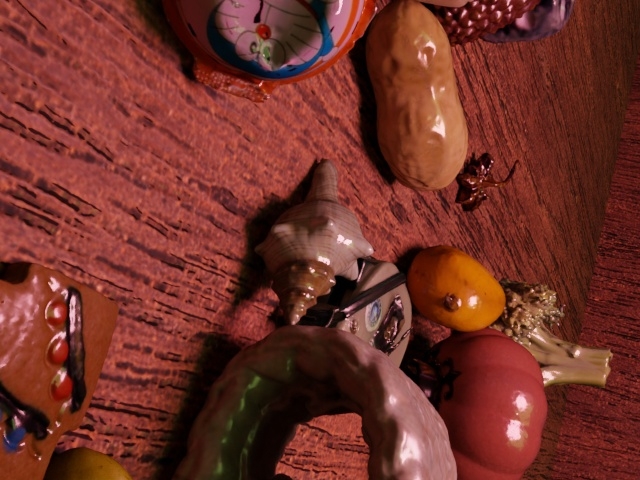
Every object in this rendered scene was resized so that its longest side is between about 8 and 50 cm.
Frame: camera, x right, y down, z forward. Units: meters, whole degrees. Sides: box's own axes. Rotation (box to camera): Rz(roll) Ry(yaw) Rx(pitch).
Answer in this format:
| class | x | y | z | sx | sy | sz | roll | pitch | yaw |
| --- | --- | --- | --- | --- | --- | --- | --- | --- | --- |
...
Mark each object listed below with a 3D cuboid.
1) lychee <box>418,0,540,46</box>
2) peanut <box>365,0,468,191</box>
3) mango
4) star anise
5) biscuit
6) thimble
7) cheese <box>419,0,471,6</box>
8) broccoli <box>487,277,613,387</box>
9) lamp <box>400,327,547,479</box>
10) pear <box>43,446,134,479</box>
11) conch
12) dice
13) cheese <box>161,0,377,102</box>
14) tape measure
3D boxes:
| class | x | y | z | sx | sy | sz | roll | pitch | yaw |
| --- | --- | --- | --- | --- | --- | --- | --- | --- | --- |
| lychee | 0.243 | -0.423 | 1.107 | 0.271 | 0.236 | 0.236 | -56 | 150 | 7 |
| peanut | 0.143 | -0.198 | 1.078 | 0.147 | 0.148 | 0.318 | -56 | 144 | -37 |
| mango | 0.241 | 0.081 | 1.292 | 0.119 | 0.176 | 0.317 | -59 | 162 | 11 |
| star anise | 0.341 | -0.127 | 1.496 | 0.191 | 0.070 | 0.097 | -40 | 121 | -33 |
| biscuit | -0.261 | 0.115 | 0.553 | 0.301 | 0.043 | 0.278 | -43 | 133 | -47 |
| thimble | -0.004 | 0.255 | 0.816 | 0.195 | 0.292 | 0.291 | 48 | 57 | -58 |
| cheese | 0.131 | -0.380 | 0.874 | 0.266 | 0.233 | 0.127 | 19 | 85 | -84 |
| broccoli | 0.429 | 0.214 | 1.529 | 0.249 | 0.302 | 0.375 | 66 | 28 | -15 |
| lamp | 0.247 | 0.295 | 1.283 | 0.305 | 0.240 | 0.305 | -160 | -90 | -77 |
| pear | -0.202 | 0.227 | 0.640 | 0.092 | 0.092 | 0.097 | -2 | 67 | -60 |
| conch | 0.007 | 0.006 | 0.898 | 0.137 | 0.114 | 0.234 | 52 | 57 | -16 |
| dice | 0.361 | -0.476 | 1.333 | 0.181 | 0.182 | 0.183 | -54 | 142 | -40 |
| cheese | -0.032 | -0.282 | 0.672 | 0.129 | 0.217 | 0.329 | -98 | -149 | -57 |
| tape measure | 0.055 | 0.107 | 1.030 | 0.207 | 0.115 | 0.235 | -59 | 143 | -30 |
